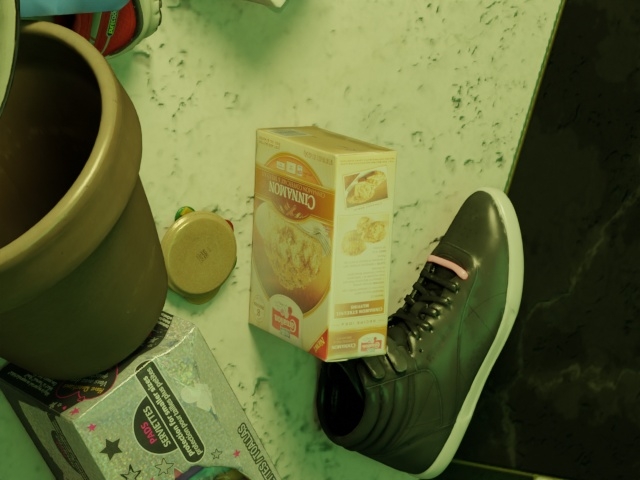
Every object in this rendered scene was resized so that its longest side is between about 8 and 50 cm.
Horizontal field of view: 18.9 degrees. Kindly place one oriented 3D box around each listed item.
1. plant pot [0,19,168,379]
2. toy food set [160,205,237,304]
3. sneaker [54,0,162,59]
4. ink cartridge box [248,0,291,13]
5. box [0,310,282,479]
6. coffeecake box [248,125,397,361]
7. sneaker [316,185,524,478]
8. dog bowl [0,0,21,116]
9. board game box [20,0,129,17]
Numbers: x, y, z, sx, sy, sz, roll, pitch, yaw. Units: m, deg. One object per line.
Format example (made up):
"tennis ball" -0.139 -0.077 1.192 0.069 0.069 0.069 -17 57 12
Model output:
"plant pot" -0.236 -0.007 1.534 0.263 0.263 0.229 -47 141 -14
"toy food set" -0.110 0.012 1.731 0.083 0.020 0.082 36 82 -33
"sneaker" -0.217 -0.269 1.544 0.118 0.107 0.279 -28 115 -19
"ink cartridge box" -0.064 -0.271 1.647 0.143 0.090 0.092 44 77 -34
"box" -0.144 0.192 1.667 0.142 0.163 0.247 -39 119 -21
"coffeecake box" 0.000 0.000 1.725 0.068 0.142 0.185 -5 104 -31
"sneaker" 0.091 0.083 1.826 0.147 0.104 0.296 12 99 -39
"dog bowl" -0.425 -0.168 1.341 0.408 0.150 0.408 -10 125 -15
"board game box" -0.210 -0.244 1.492 0.168 0.033 0.133 -7 113 -20
